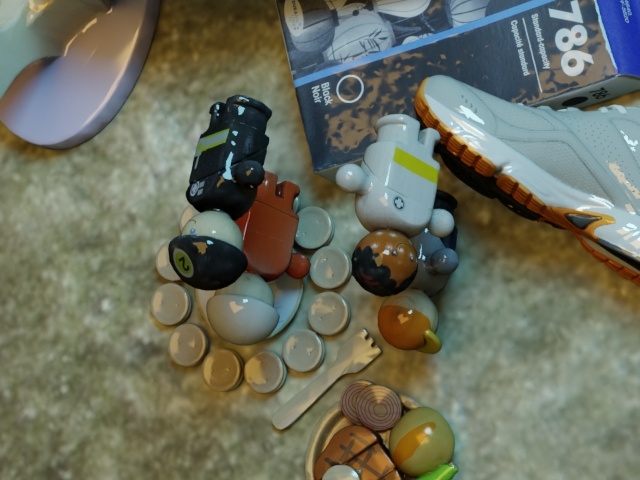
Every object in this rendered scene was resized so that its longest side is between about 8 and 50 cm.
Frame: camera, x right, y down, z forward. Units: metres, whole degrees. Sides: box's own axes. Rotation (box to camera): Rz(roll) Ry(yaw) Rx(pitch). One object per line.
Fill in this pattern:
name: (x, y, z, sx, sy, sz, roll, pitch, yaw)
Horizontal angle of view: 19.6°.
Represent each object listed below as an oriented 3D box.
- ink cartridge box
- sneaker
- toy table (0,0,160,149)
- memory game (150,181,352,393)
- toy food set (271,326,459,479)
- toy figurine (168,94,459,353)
ink cartridge box: (0.135, -0.171, 1.484, 0.333, 0.065, 0.165, -18, 76, 18)
sneaker: (0.198, -0.068, 1.414, 0.262, 0.099, 0.121, 31, 81, -1)
toy table: (-0.252, -0.226, 1.594, 0.252, 0.161, 0.274, -7, 81, 21)
memory game: (-0.059, 0.039, 1.558, 0.186, 0.012, 0.186, -3, 81, 22)
toy food set: (0.045, 0.177, 1.481, 0.132, 0.038, 0.192, -43, 70, 11)
toy figurine: (0.000, 0.000, 1.421, 0.210, 0.213, 0.148, 8, 68, 10)
